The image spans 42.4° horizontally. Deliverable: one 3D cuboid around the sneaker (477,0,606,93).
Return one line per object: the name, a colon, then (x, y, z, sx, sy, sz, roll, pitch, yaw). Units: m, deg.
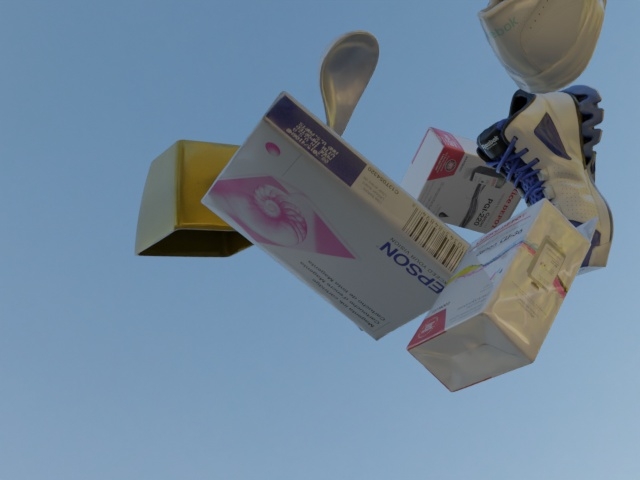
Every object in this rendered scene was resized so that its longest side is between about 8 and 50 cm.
sneaker: (0.150, -0.207, 0.531, 0.094, 0.080, 0.212, 31, -114, -37)

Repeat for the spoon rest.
spoon rest: (0.028, -0.270, 1.552, 0.137, 0.084, 0.276, -11, -40, -40)

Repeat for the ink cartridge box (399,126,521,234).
ink cartridge box: (0.286, -0.111, 1.625, 0.218, 0.092, 0.158, 13, -62, -24)

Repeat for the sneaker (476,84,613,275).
sneaker: (0.328, -0.100, 1.256, 0.182, 0.315, 0.127, 7, -18, -15)

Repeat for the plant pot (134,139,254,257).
plant pot: (-0.231, -0.082, 1.605, 0.212, 0.187, 0.212, 3, -16, -34)

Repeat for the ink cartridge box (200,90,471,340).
ink cartridge box: (0.000, 0.000, 1.118, 0.324, 0.071, 0.330, 38, -35, -6)

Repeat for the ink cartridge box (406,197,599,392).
ink cartridge box: (0.175, 0.039, 0.774, 0.198, 0.067, 0.115, -51, 8, -38)
